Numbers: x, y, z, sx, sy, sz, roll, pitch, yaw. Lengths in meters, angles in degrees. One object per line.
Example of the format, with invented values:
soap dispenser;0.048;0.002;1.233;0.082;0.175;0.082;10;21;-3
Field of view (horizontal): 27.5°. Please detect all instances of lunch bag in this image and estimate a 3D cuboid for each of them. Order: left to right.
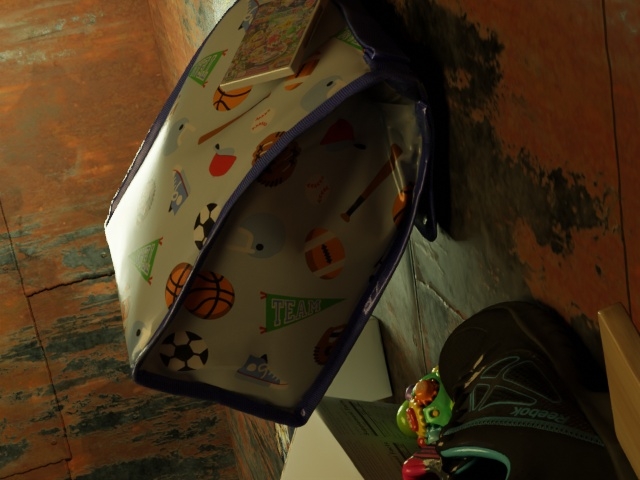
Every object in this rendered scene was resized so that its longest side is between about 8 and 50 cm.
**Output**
lunch bag;-0.040;-0.064;1.333;0.385;0.239;0.328;-62;27;20

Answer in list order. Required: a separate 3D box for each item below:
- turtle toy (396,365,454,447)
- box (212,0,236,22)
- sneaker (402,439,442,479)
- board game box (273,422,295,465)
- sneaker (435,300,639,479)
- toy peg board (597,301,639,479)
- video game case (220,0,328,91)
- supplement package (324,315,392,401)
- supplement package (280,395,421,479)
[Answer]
turtle toy;0.116;0.173;1.308;0.130;0.066;0.095;126;129;-75
box;-0.107;-0.346;1.816;0.216;0.060;0.270;180;77;-79
sneaker;0.164;0.268;1.077;0.299;0.112;0.121;-124;24;-59
board game box;-0.053;0.324;2.357;0.165;0.042;0.243;-124;23;-60
sneaker;0.138;0.137;0.980;0.341;0.139;0.125;-138;34;-73
toy peg board;0.231;0.126;0.733;0.161;0.079;0.161;66;-178;-52
video game case;-0.042;-0.196;1.253;0.011;0.087;0.122;51;-135;-34
supplement package;0.013;0.149;1.686;0.179;0.105;0.105;-160;58;-77
supplement package;0.042;0.329;1.387;0.204;0.145;0.262;-133;56;-62
